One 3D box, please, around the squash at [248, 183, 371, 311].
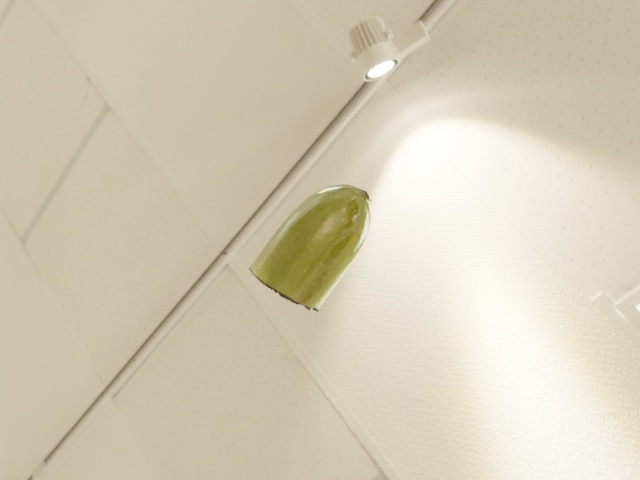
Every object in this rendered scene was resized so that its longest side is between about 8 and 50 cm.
[{"bbox_3d":[0.000,0.000,0.680,0.123,0.123,0.187,40,-85,22],"label":"squash"}]
